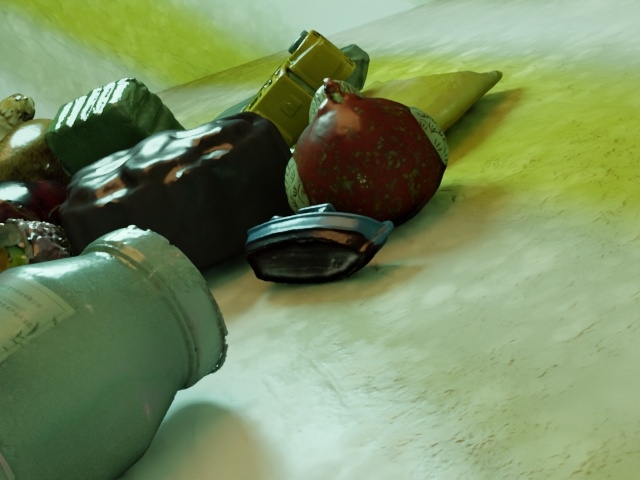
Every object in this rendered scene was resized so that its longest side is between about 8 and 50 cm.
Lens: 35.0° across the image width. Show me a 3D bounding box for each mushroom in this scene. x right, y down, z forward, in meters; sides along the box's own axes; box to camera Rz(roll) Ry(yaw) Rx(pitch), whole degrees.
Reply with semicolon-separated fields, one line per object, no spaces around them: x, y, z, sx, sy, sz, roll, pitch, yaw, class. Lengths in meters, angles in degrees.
-0.612;-0.109;2.130;0.239;0.345;0.345;25;44;32;mushroom

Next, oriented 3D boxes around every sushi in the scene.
-0.477;0.081;1.656;0.107;0.241;0.161;1;41;-43;sushi

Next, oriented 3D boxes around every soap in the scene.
0.122;-0.217;1.788;0.306;0.115;0.427;-4;25;37;soap

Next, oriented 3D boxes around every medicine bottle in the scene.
-0.261;0.136;1.042;0.245;0.245;0.290;-4;24;46;medicine bottle

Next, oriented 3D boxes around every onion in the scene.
-0.543;-0.012;1.851;0.281;0.221;0.281;-6;28;3;onion

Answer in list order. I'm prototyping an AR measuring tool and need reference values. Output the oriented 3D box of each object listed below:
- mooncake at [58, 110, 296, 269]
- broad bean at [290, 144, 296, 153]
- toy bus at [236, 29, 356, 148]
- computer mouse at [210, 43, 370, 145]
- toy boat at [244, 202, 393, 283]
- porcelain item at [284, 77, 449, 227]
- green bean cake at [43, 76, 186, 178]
-0.227;-0.064;1.602;0.381;0.212;0.350;-15;18;21;mooncake
-0.077;-0.145;1.927;0.214;0.048;0.070;-6;45;32;broad bean
-0.083;-0.213;1.806;0.335;0.121;0.123;-47;11;22;toy bus
-0.068;-0.252;2.074;0.429;0.145;0.228;-30;15;-10;computer mouse
0.000;0.000;1.339;0.223;0.100;0.097;-7;37;37;toy boat
0.053;-0.131;1.441;0.253;0.253;0.253;-21;18;7;porcelain item
-0.358;-0.165;1.840;0.222;0.227;0.125;-19;35;26;green bean cake
